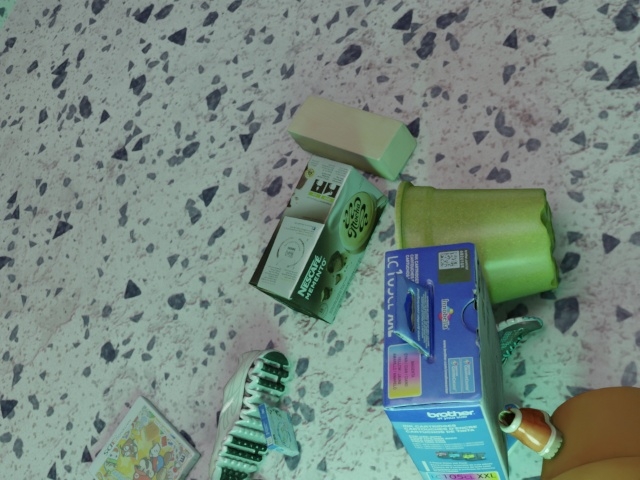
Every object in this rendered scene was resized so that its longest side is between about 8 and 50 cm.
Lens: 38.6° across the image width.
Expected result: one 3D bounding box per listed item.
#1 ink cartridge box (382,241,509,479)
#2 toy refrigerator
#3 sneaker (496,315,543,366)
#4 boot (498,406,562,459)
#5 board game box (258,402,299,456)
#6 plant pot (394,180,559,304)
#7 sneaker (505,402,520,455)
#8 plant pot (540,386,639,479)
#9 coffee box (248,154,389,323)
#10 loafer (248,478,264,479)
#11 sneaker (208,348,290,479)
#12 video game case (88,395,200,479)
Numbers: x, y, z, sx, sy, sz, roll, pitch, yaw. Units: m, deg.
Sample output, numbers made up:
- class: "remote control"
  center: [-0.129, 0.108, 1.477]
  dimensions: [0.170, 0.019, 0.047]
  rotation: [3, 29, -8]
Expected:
- class: "ink cartridge box"
  center: [0.194, 0.187, 1.417]
  dimensions: [0.151, 0.395, 0.270]
  rotation: [-6, 55, 13]
- class: "toy refrigerator"
  center: [0.067, -0.223, 1.986]
  dimensions: [0.270, 0.094, 0.102]
  rotation: [22, 74, 37]
- class: "sneaker"
  center: [0.329, 0.188, 1.649]
  dimensions: [0.166, 0.065, 0.076]
  rotation: [-25, 73, 25]
- class: "boot"
  center: [0.305, 0.275, 1.388]
  dimensions: [0.085, 0.158, 0.059]
  rotation: [29, 90, -2]
- class: "board game box"
  center: [-0.082, 0.373, 1.797]
  dimensions: [0.020, 0.090, 0.090]
  rotation: [-30, 55, 20]
- class: "plant pot"
  center: [0.289, 0.012, 1.643]
  dimensions: [0.254, 0.276, 0.276]
  rotation: [-7, 64, 18]
- class: "sneaker"
  center: [0.294, 0.344, 1.570]
  dimensions: [0.058, 0.084, 0.152]
  rotation: [28, 84, 39]
- class: "plant pot"
  center: [0.451, 0.354, 1.359]
  dimensions: [0.291, 0.291, 0.203]
  rotation: [-20, 43, 24]
- class: "coffee box"
  center: [0.000, 0.000, 1.873]
  dimensions: [0.119, 0.168, 0.297]
  rotation: [19, 79, 38]
- class: "loafer"
  center: [-0.102, 0.513, 1.775]
  dimensions: [0.045, 0.039, 0.125]
  rotation: [-48, 51, 3]
- class: "sneaker"
  center: [-0.159, 0.358, 1.858]
  dimensions: [0.118, 0.110, 0.292]
  rotation: [3, 66, 47]
- class: "video game case"
  center: [-0.387, 0.482, 1.984]
  dimensions: [0.227, 0.026, 0.206]
  rotation: [34, 89, 39]
